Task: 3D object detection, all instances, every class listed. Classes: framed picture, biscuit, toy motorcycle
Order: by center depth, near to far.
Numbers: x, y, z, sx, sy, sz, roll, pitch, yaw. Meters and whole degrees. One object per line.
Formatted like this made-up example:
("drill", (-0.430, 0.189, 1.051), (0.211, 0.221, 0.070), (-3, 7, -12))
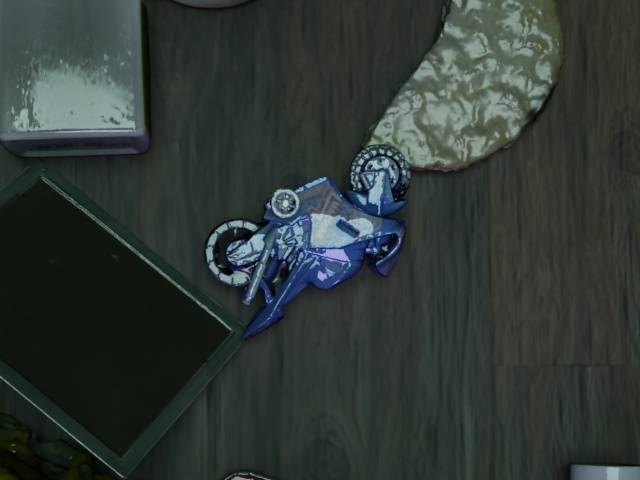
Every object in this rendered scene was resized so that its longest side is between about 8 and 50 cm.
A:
("framed picture", (-0.206, 0.060, 0.980), (0.252, 0.014, 0.197), (39, 47, 2))
("toy motorcycle", (0.000, 0.000, 1.025), (0.205, 0.076, 0.114), (-28, 92, -6))
("biscuit", (0.150, -0.155, 1.073), (0.133, 0.032, 0.250), (31, 81, 1))

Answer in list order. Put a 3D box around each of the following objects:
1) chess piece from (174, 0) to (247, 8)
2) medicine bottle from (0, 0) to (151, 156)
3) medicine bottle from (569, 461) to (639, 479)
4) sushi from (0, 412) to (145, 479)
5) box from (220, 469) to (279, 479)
("chess piece", (-0.093, -0.327, 0.932), (0.182, 0.330, 0.182), (1, 81, -5))
("medicine bottle", (-0.218, -0.174, 1.023), (0.132, 0.088, 0.188), (-2, 82, -4))
("medicine bottle", (0.248, 0.258, 0.998), (0.080, 0.080, 0.130), (3, 81, -3))
("sushi", (-0.296, 0.228, 0.828), (0.396, 0.351, 0.240), (28, 82, 0))
("box", (0.020, 0.316, 0.933), (0.294, 0.167, 0.193), (20, 79, -1))
